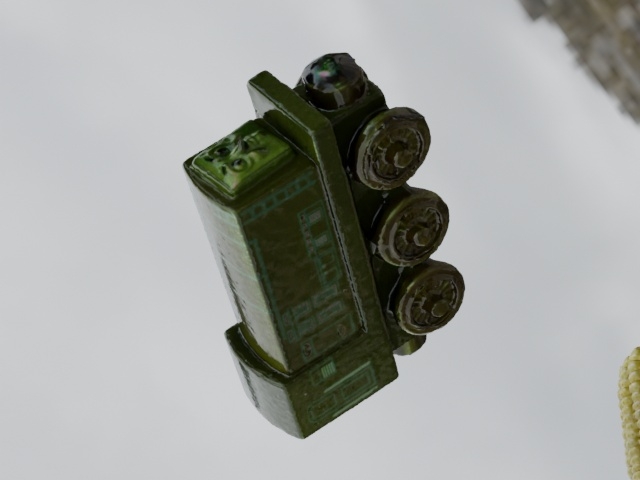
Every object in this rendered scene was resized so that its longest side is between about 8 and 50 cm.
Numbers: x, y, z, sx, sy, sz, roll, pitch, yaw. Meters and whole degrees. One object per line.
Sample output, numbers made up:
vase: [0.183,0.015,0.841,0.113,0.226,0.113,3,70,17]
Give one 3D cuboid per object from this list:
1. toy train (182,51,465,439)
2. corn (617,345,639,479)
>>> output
toy train: [0.000,0.000,1.061,0.090,0.137,0.225,42,157,44]
corn: [0.292,0.198,1.486,0.093,0.093,0.244,33,-132,-54]
